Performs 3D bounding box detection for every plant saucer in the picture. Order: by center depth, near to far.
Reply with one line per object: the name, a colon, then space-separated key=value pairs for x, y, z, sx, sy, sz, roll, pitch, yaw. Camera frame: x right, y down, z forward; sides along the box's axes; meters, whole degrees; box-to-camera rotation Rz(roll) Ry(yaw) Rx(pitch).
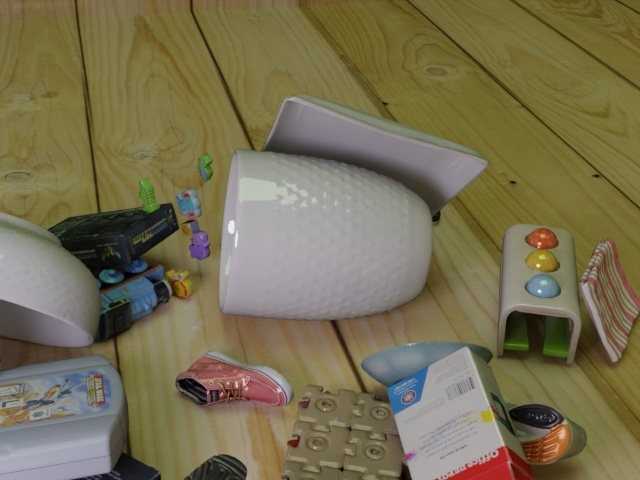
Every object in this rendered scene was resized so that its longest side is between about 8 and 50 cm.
plant saucer: x=0.157 y=0.193 z=1.455 sx=0.195 sy=0.195 sz=0.037 roll=-1 pitch=66 yaw=-4

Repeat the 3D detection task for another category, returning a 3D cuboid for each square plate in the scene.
square plate: x=0.071 y=-0.137 z=1.713 sx=0.347 sy=0.344 sz=0.049 roll=17 pitch=70 yaw=-9

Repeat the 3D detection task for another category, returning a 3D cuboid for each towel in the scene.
towel: x=0.483 y=0.093 z=1.639 sx=0.029 sy=0.144 sz=0.197 roll=-19 pitch=14 yaw=33

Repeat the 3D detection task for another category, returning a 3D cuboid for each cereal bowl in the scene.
cereal bowl: x=-0.485 y=0.046 z=1.483 sx=0.339 sy=0.339 sz=0.141 roll=9 pitch=71 yaw=14

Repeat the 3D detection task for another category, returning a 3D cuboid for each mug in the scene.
mug: x=0.000 y=0.000 z=1.699 sx=0.328 sy=0.276 sz=0.374 roll=5 pitch=-1 yaw=-9

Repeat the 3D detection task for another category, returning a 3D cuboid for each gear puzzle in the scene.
gear puzzle: x=0.031 y=0.325 z=1.322 sx=0.176 sy=0.044 sz=0.339 roll=7 pitch=33 yaw=7

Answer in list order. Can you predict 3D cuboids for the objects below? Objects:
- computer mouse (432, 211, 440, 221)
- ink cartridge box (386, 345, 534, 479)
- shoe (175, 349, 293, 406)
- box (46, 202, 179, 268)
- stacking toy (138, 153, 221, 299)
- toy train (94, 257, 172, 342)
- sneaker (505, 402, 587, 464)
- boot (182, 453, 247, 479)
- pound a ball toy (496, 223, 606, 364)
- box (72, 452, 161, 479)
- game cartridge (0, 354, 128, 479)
computer mouse: x=0.188 y=-0.025 z=1.949 sx=0.071 sy=0.041 sz=0.242 roll=20 pitch=27 yaw=13
ink cartridge box: x=0.185 y=0.270 z=1.289 sx=0.134 sy=0.078 sz=0.231 roll=-31 pitch=45 yaw=18
shoe: x=-0.131 y=0.221 z=1.473 sx=0.178 sy=0.063 sz=0.081 roll=16 pitch=34 yaw=33
box: x=-0.397 y=-0.003 z=1.768 sx=0.233 sy=0.059 sz=0.183 roll=-6 pitch=18 yaw=22
stacking toy: x=-0.223 y=-0.029 z=1.758 sx=0.052 sy=0.221 sz=0.167 roll=-1 pitch=21 yaw=39
toy train: x=-0.334 y=0.097 z=1.669 sx=0.105 sy=0.080 sz=0.184 roll=35 pitch=40 yaw=30
sneaker: x=0.249 y=0.267 z=1.397 sx=0.263 sy=0.099 sz=0.121 roll=8 pitch=-11 yaw=41
boot: x=-0.151 y=0.355 z=1.083 sx=0.076 sy=0.208 sz=0.190 roll=34 pitch=36 yaw=28
pound a ball toy: x=0.412 y=0.069 z=1.687 sx=0.208 sy=0.135 sz=0.319 roll=6 pitch=31 yaw=9
box: x=-0.305 y=0.332 z=1.233 sx=0.156 sy=0.093 sz=0.158 roll=20 pitch=35 yaw=29
game cartridge: x=-0.349 y=0.224 z=1.274 sx=0.198 sy=0.062 sz=0.297 roll=-12 pitch=16 yaw=-12
